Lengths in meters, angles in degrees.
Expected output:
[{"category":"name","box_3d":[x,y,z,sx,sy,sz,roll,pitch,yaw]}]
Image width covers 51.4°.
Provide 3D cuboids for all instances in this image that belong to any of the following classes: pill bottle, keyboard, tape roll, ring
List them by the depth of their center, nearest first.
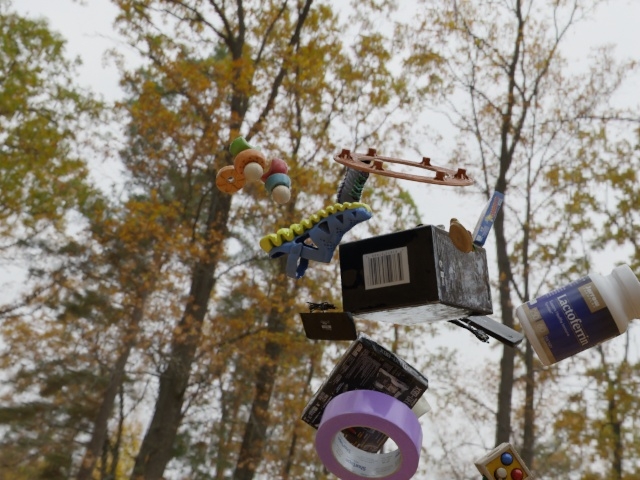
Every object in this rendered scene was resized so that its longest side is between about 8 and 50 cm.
[{"category":"pill bottle","box_3d":[0.596,0.166,1.512,0.264,0.153,0.153,-28,-44,14]},{"category":"ring","box_3d":[0.195,-0.179,1.562,0.336,0.032,0.336,8,14,-2]},{"category":"keyboard","box_3d":[0.023,0.193,1.628,0.038,0.100,0.192,-20,8,-40]},{"category":"tape roll","box_3d":[0.128,0.527,1.754,0.274,0.090,0.275,8,-58,12]},{"category":"keyboard","box_3d":[0.507,0.275,2.217,0.317,0.033,0.201,27,19,35]}]

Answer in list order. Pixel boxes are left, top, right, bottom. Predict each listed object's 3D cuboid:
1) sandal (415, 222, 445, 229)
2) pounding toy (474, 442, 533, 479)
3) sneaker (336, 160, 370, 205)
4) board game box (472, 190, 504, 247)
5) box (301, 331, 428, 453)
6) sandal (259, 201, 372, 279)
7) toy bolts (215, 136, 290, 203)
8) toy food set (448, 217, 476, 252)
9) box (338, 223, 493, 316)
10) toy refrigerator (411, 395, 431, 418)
[{"category":"sandal","box_3d":[0.355,-0.035,2.374,0.180,0.072,0.049,-8,-62,10]},{"category":"pounding toy","box_3d":[0.515,0.668,1.884,0.141,0.130,0.100,-31,-13,-10]},{"category":"sneaker","box_3d":[0.116,-0.187,2.203,0.083,0.224,0.098,19,-21,-24]},{"category":"board game box","box_3d":[0.515,-0.042,2.113,0.035,0.201,0.136,26,-26,6]},{"category":"box","box_3d":[0.127,0.456,1.926,0.242,0.076,0.307,33,-77,-1]},{"category":"sandal","box_3d":[0.000,0.000,1.733,0.317,0.138,0.126,-27,-12,23]},{"category":"toy bolts","box_3d":[-0.205,-0.184,2.131,0.228,0.158,0.218,20,-57,-36]},{"category":"toy food set","box_3d":[0.323,-0.008,1.528,0.083,0.020,0.083,36,-33,54]},{"category":"box","box_3d":[0.280,0.114,1.909,0.293,0.212,0.395,-13,-16,33]},{"category":"toy refrigerator","box_3d":[0.252,0.578,2.218,0.102,0.094,0.269,55,-37,16]}]
